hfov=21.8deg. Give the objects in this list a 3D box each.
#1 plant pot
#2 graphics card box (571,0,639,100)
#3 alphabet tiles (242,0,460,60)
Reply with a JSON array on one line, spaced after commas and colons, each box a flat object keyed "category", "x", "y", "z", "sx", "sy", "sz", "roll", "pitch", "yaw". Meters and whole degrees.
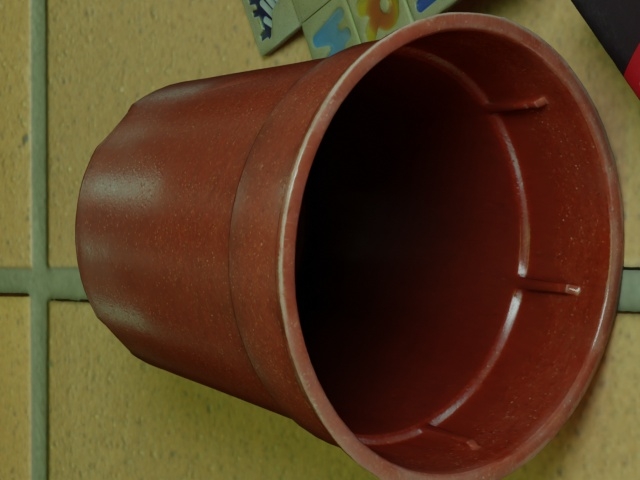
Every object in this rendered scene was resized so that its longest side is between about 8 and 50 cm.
[{"category": "plant pot", "x": 0.000, "y": 0.000, "z": 1.036, "sx": 0.265, "sy": 0.272, "sz": 0.272, "roll": 5, "pitch": 94, "yaw": 50}, {"category": "graphics card box", "x": 0.274, "y": -0.091, "z": 0.816, "sx": 0.371, "sy": 0.094, "sz": 0.233, "roll": 62, "pitch": 147, "yaw": 29}, {"category": "alphabet tiles", "x": 0.021, "y": -0.269, "z": 1.103, "sx": 0.342, "sy": 0.011, "sz": 0.285, "roll": -31, "pitch": 73, "yaw": 52}]
